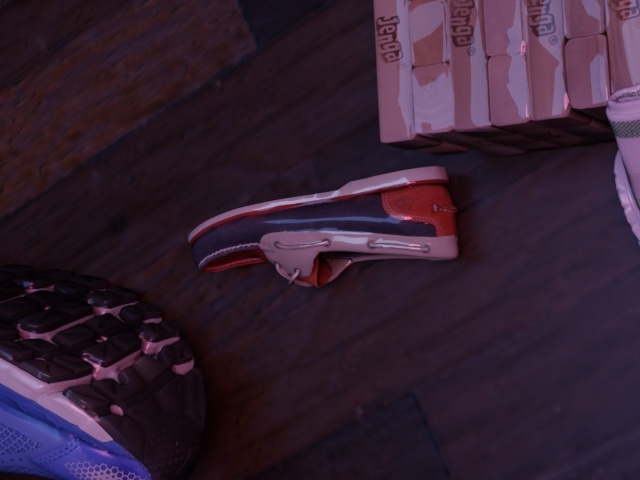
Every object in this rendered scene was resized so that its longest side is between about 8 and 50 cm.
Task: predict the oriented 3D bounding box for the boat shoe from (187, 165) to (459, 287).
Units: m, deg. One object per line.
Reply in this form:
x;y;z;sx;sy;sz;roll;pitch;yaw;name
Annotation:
0.000;0.000;0.817;0.137;0.049;0.043;-12;83;23;boat shoe

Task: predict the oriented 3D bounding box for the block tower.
0.189;-0.100;0.693;0.335;0.091;0.097;-5;85;28;block tower

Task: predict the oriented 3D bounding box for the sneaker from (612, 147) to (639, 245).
0.151;-0.006;0.746;0.035;0.031;0.083;-24;79;12;sneaker

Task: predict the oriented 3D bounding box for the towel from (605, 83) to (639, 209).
0.186;-0.006;0.677;0.113;0.023;0.152;-8;126;31;towel

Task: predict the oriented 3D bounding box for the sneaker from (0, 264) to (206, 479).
-0.194;0.088;0.888;0.330;0.130;0.147;10;102;35;sneaker
